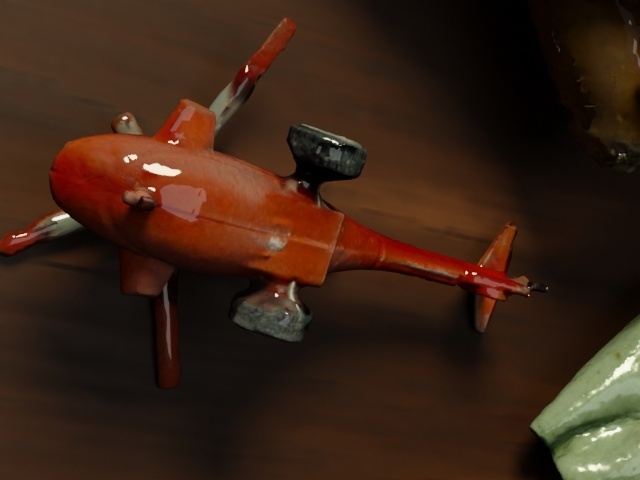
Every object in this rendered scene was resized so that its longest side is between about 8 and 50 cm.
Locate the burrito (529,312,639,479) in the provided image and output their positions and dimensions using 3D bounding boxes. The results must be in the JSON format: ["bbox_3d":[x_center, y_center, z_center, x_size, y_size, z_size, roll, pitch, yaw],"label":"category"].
[{"bbox_3d":[0.137,0.066,0.530,0.118,0.044,0.074,-39,113,-25],"label":"burrito"}]

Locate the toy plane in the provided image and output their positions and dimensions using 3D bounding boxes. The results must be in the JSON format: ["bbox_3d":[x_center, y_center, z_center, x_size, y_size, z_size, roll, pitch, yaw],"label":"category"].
[{"bbox_3d":[-0.003,0.007,0.438,0.194,0.077,0.126,39,83,-34],"label":"toy plane"}]

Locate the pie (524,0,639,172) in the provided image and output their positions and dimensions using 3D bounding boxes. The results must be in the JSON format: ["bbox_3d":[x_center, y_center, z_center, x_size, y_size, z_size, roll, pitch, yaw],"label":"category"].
[{"bbox_3d":[0.116,-0.186,0.440,0.274,0.105,0.257,42,103,-13],"label":"pie"}]
